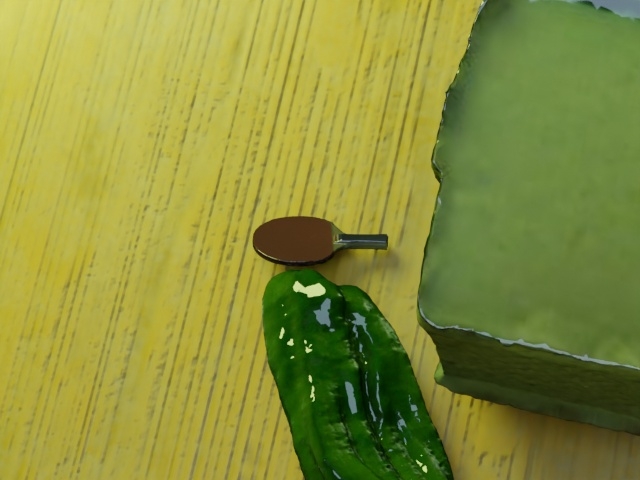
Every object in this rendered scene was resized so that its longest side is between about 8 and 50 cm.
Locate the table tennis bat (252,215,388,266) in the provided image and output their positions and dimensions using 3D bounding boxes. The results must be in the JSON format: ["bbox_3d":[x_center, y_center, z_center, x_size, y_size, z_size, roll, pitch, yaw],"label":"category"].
[{"bbox_3d":[0.000,0.000,1.065,0.083,0.007,0.050,1,34,0],"label":"table tennis bat"}]

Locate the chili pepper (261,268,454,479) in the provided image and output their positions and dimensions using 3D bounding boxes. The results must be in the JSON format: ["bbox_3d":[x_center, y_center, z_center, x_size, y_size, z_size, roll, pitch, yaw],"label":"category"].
[{"bbox_3d":[0.034,0.123,0.995,0.100,0.074,0.257,-7,66,-40],"label":"chili pepper"}]

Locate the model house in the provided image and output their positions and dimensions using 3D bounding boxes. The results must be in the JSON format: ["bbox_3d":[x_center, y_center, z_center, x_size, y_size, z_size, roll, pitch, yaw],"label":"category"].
[{"bbox_3d":[0.155,-0.008,0.958,0.195,0.189,0.214,10,71,4],"label":"model house"}]
